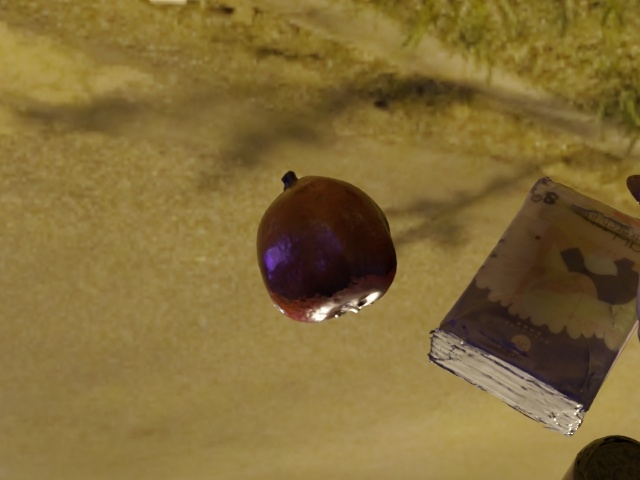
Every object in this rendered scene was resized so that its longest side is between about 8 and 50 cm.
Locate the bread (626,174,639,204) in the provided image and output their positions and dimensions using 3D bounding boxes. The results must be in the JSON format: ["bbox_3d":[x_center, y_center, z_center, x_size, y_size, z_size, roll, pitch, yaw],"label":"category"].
[{"bbox_3d":[0.299,-0.024,0.892,0.043,0.062,0.109,-1,-179,-42],"label":"bread"}]

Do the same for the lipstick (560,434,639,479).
[{"bbox_3d":[0.132,0.228,0.692,0.057,0.057,0.356,0,142,-9],"label":"lipstick"}]

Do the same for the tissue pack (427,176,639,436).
[{"bbox_3d":[0.345,0.086,1.626,0.242,0.343,0.125,28,147,20],"label":"tissue pack"}]

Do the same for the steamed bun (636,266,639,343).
[{"bbox_3d":[0.582,0.152,1.378,0.394,0.346,0.237,30,162,41],"label":"steamed bun"}]

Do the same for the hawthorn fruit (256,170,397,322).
[{"bbox_3d":[0.000,0.000,1.304,0.169,0.188,0.169,-27,174,-3],"label":"hawthorn fruit"}]
